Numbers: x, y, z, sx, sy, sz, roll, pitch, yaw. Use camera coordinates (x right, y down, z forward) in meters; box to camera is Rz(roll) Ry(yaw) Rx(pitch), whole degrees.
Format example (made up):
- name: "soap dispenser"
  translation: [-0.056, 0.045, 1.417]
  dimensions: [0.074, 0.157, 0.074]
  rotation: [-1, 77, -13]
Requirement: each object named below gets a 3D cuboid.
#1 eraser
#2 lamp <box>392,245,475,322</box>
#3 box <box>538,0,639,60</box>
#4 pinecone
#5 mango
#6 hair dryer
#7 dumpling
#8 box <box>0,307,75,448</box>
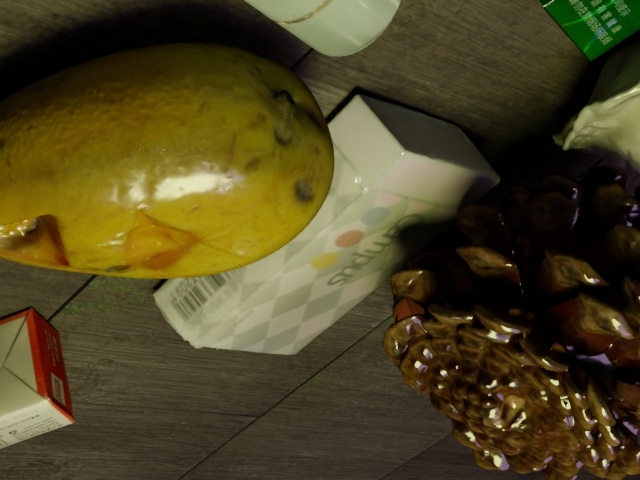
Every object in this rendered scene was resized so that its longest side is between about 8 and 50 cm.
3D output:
- name: "eraser"
  translation: [-0.001, 0.000, 1.240]
  dimensions: [0.213, 0.082, 0.397]
  rotation: [10, 139, -42]
- name: "lamp"
  translation: [0.194, 0.101, 1.431]
  dimensions: [0.187, 0.164, 0.188]
  rotation: [-12, 152, -7]
- name: "box"
  translation: [0.337, -0.279, 1.031]
  dimensions: [0.235, 0.034, 0.132]
  rotation: [-33, 146, 21]
- name: "pinecone"
  translation: [0.277, 0.072, 1.201]
  dimensions: [0.384, 0.384, 0.384]
  rotation: [-14, 149, -9]
- name: "mango"
  translation: [-0.169, -0.068, 0.969]
  dimensions: [0.364, 0.182, 0.253]
  rotation: [-6, 151, -1]
- name: "hair dryer"
  translation: [0.075, -0.294, 0.792]
  dimensions: [0.357, 0.108, 0.173]
  rotation: [-35, 147, 23]
- name: "dumpling"
  translation: [0.355, -0.144, 1.144]
  dimensions: [0.193, 0.147, 0.258]
  rotation: [-6, 163, -23]
- name: "box"
  translation: [-0.401, 0.182, 1.263]
  dimensions: [0.182, 0.133, 0.099]
  rotation: [-22, 149, 0]
